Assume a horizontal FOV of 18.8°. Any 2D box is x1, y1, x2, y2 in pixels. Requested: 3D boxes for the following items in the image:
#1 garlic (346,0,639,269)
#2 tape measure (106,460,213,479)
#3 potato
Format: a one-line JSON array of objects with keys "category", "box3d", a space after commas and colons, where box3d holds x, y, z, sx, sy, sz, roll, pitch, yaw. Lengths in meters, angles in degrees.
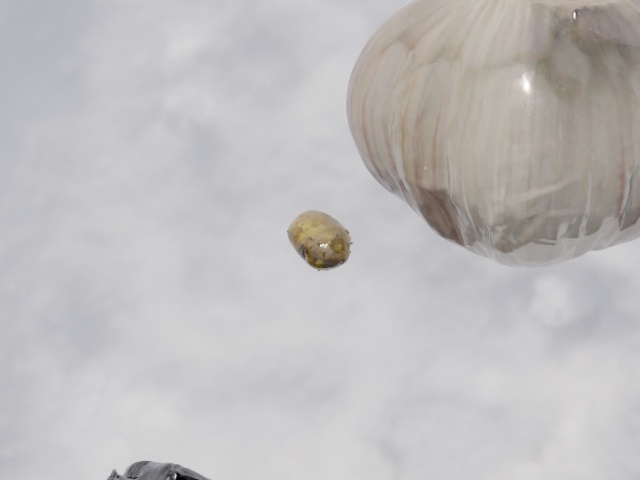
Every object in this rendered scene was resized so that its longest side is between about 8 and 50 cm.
[{"category": "garlic", "box3d": [0.190, -0.105, 1.585, 0.317, 0.317, 0.259, 12, 121, 9]}, {"category": "tape measure", "box3d": [-0.127, 0.296, 1.917, 0.199, 0.112, 0.186, 34, 162, -22]}, {"category": "potato", "box3d": [0.000, 0.000, 1.837, 0.051, 0.083, 0.040, -23, 124, -15]}]
